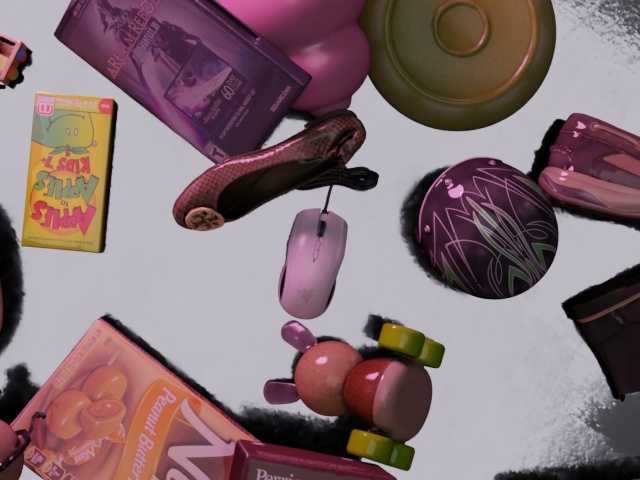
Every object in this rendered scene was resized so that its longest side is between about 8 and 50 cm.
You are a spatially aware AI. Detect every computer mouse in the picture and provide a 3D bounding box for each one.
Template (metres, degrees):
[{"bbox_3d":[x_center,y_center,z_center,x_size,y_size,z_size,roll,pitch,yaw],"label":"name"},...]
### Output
[{"bbox_3d":[0.000,0.000,1.883,0.106,0.042,0.193,12,89,-4],"label":"computer mouse"}]

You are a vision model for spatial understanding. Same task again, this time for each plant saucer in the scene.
[{"bbox_3d":[0.166,-0.251,1.896,0.241,0.037,0.240,0,91,-4],"label":"plant saucer"}]

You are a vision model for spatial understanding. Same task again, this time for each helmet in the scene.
[{"bbox_3d":[0.192,-0.013,1.835,0.169,0.161,0.169,0,90,-4],"label":"helmet"}]

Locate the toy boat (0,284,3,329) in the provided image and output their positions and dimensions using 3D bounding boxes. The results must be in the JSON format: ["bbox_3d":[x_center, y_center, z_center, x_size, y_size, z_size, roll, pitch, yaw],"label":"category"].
[{"bbox_3d":[-0.516,0.069,1.778,0.318,0.148,0.267,-2,118,7],"label":"toy boat"}]

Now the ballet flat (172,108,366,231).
[{"bbox_3d":[-0.058,-0.070,1.839,0.250,0.084,0.058,-26,60,10],"label":"ballet flat"}]

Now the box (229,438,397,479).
[{"bbox_3d":[-0.024,0.336,1.733,0.169,0.167,0.203,10,87,-6],"label":"box"}]

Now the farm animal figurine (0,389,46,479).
[{"bbox_3d":[-0.439,0.287,1.722,0.327,0.172,0.330,-37,110,17],"label":"farm animal figurine"}]

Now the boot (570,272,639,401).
[{"bbox_3d":[0.414,0.098,1.880,0.198,0.077,0.137,-22,97,27],"label":"boot"}]

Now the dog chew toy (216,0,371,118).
[{"bbox_3d":[-0.040,-0.299,1.809,0.207,0.206,0.331,-20,101,-3],"label":"dog chew toy"}]

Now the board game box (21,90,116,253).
[{"bbox_3d":[-0.294,-0.079,1.865,0.092,0.043,0.181,5,90,-4],"label":"board game box"}]

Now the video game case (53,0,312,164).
[{"bbox_3d":[-0.162,-0.210,1.813,0.274,0.196,0.026,38,49,-3],"label":"video game case"}]

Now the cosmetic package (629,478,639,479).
[{"bbox_3d":[0.375,0.514,1.845,0.230,0.161,0.453,-6,90,-3],"label":"cosmetic package"}]

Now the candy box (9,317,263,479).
[{"bbox_3d":[-0.190,0.256,1.848,0.316,0.087,0.183,38,87,-3],"label":"candy box"}]

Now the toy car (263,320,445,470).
[{"bbox_3d":[0.027,0.166,1.863,0.188,0.149,0.155,14,82,24],"label":"toy car"}]

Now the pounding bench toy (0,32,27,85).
[{"bbox_3d":[-0.385,-0.203,1.855,0.065,0.052,0.083,26,89,-3],"label":"pounding bench toy"}]

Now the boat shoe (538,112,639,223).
[{"bbox_3d":[0.438,-0.069,1.866,0.355,0.132,0.130,13,89,-5],"label":"boat shoe"}]
